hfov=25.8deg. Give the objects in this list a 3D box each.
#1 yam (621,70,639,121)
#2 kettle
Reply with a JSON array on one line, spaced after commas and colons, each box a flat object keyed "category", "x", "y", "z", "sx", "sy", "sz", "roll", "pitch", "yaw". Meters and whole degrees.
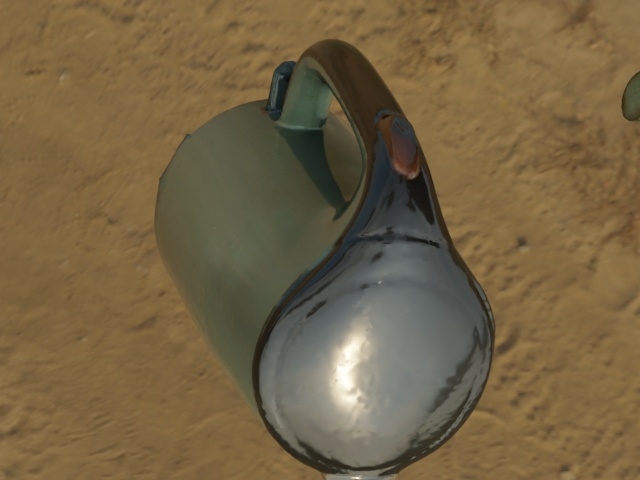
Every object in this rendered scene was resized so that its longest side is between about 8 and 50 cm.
[{"category": "yam", "x": 0.274, "y": -0.111, "z": 1.053, "sx": 0.094, "sy": 0.043, "sz": 0.043, "roll": -2, "pitch": 79, "yaw": -22}, {"category": "kettle", "x": 0.000, "y": 0.000, "z": 0.849, "sx": 0.165, "sy": 0.255, "sz": 0.240, "roll": 0, "pitch": 112, "yaw": -16}]
